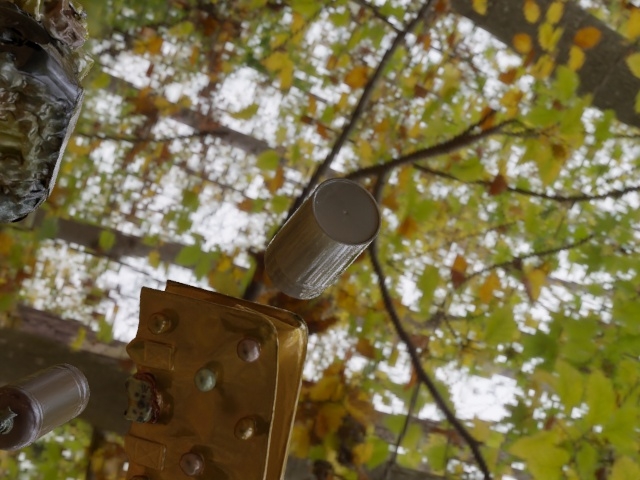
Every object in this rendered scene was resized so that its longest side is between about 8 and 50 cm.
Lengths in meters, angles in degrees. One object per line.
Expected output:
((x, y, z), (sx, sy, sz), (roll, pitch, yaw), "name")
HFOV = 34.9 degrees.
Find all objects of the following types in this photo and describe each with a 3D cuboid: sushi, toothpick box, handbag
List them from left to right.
((-0.497, -0.232, 1.460), (0.328, 0.329, 0.285), (119, -25, -44), "sushi")
((-0.193, 0.283, 1.652), (0.283, 0.133, 0.401), (13, -79, 24), "handbag")
((0.000, 0.000, 1.448), (0.180, 0.111, 0.111), (132, -35, -53), "toothpick box")

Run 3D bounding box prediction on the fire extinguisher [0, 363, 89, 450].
((-0.534, 0.310, 1.841), (0.135, 0.114, 0.337), (-43, 177, 6), "fire extinguisher")
